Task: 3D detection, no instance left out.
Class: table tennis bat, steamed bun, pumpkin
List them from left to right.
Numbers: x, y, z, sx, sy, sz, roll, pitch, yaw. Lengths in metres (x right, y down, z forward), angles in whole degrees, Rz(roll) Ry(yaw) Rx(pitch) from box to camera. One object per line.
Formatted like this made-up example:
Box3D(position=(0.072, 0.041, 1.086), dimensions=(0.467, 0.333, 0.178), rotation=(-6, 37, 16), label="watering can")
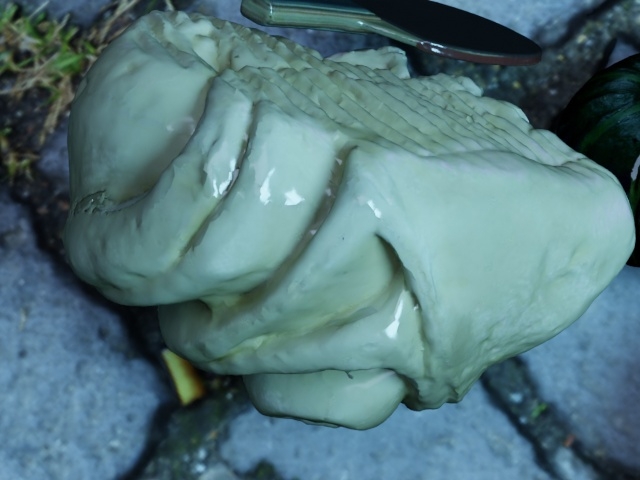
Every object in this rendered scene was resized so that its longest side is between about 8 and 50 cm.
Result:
Box3D(position=(0.000, 0.000, 1.144), dimensions=(0.352, 0.247, 0.339), rotation=(-5, 29, -40), label="steamed bun")
Box3D(position=(0.051, -0.161, 1.242), dimensions=(0.154, 0.274, 0.021), rotation=(33, 114, 40), label="table tennis bat")
Box3D(position=(0.268, -0.062, 1.218), dimensions=(0.202, 0.140, 0.202), rotation=(-7, 44, 7), label="pumpkin")
